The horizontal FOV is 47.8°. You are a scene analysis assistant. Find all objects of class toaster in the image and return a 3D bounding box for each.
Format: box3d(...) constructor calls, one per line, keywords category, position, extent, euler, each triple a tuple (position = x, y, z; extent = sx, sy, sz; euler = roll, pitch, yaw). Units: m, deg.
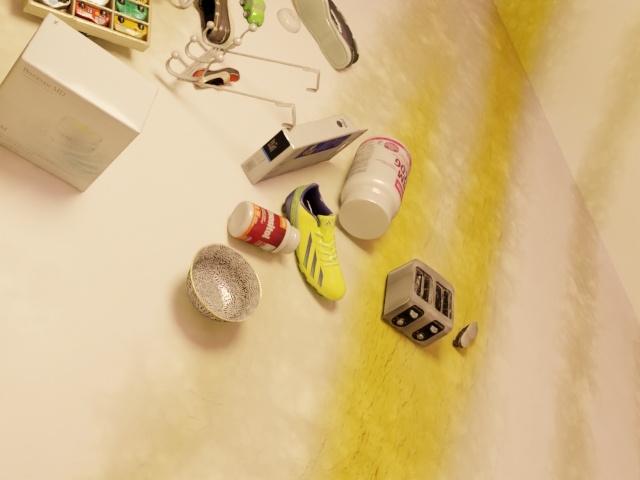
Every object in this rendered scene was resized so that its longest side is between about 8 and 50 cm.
box3d(category="toaster", position=(0.255, 0.156, 1.874), extent=(0.168, 0.110, 0.186), euler=(37, 41, -24))

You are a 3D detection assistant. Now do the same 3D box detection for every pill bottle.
box3d(category="pill bottle", position=(-0.123, -0.024, 1.617), extent=(0.152, 0.086, 0.086), euler=(24, 48, -34))
box3d(category="pill bottle", position=(0.145, -0.142, 1.929), extent=(0.160, 0.160, 0.283), euler=(41, 41, -18))

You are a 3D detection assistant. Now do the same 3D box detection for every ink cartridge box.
box3d(category="ink cartridge box", position=(-0.033, -0.236, 1.802), extent=(0.332, 0.165, 0.065), euler=(-23, 80, -52))

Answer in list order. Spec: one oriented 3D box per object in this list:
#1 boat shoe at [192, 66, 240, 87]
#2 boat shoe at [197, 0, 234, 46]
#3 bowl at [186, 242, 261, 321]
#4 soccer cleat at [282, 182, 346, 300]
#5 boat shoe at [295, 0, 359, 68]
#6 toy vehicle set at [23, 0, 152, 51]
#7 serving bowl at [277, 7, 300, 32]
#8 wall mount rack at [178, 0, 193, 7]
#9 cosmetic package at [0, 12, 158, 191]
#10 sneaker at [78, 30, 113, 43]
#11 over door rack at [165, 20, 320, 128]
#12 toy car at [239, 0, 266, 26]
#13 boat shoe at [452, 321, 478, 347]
box3d(category="boat shoe", position=(-0.251, -0.398, 1.776), extent=(0.137, 0.049, 0.043), euler=(-11, 59, -44))
box3d(category="boat shoe", position=(-0.280, -0.613, 1.875), extent=(0.068, 0.081, 0.228), euler=(8, 61, -49))
box3d(category="bowl", position=(-0.208, 0.098, 1.442), extent=(0.170, 0.080, 0.170), euler=(28, 45, -32))
box3d(category="soccer cleat", position=(-0.001, 0.000, 1.701), extent=(0.093, 0.121, 0.289), euler=(-4, 67, -49))
box3d(category="boat shoe", position=(0.020, -0.672, 2.226), extent=(0.091, 0.114, 0.303), euler=(-33, 101, -52))
box3d(category="toy vehicle set", position=(-0.489, -0.523, 1.547), extent=(0.266, 0.035, 0.166), euler=(11, 69, -38))
box3d(category="serving bowl", position=(-0.089, -0.663, 2.160), extent=(0.083, 0.027, 0.083), euler=(27, 46, -31))
box3d(category="wall mount rack", position=(-0.351, -0.776, 1.786), extent=(0.130, 0.350, 0.304), euler=(17, 44, 5))
box3d(category="cosmetic package", position=(-0.455, -0.239, 1.302), extent=(0.224, 0.224, 0.138), euler=(33, 43, -27))
box3d(category="sneaker", position=(-0.494, -0.450, 1.569), extent=(0.098, 0.038, 0.069), euler=(35, 44, -13))
box3d(category="over door rack", position=(-0.166, -0.414, 1.706), extent=(0.324, 0.108, 0.239), euler=(23, 38, 2))
box3d(category="toy car", position=(-0.200, -0.712, 2.055), extent=(0.239, 0.053, 0.225), euler=(2, 62, -46))
box3d(category="boat shoe", position=(0.406, 0.263, 2.018), extent=(0.125, 0.038, 0.046), euler=(-39, 113, -51))
